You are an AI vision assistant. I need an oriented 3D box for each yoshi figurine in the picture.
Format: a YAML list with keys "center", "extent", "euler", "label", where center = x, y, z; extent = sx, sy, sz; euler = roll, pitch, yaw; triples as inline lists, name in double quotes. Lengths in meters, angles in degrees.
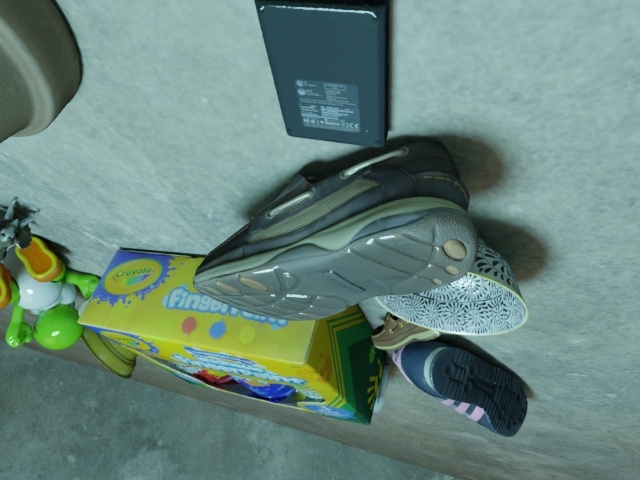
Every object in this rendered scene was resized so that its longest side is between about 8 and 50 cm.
- center: [-0.617, 0.147, 1.070]
  extent: [0.204, 0.202, 0.362]
  euler: [14, 156, -7]
  label: "yoshi figurine"

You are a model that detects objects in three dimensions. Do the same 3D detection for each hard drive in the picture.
- center: [0.007, -0.132, 0.379]
  extent: [0.094, 0.022, 0.135]
  euler: [11, 151, 13]
  label: "hard drive"

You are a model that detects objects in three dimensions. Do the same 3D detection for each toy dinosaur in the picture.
- center: [-0.658, -0.005, 0.872]
  extent: [0.314, 0.160, 0.121]
  euler: [14, 158, 18]
  label: "toy dinosaur"

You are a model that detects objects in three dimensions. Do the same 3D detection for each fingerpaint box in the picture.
- center: [-0.142, 0.189, 0.892]
  extent: [0.445, 0.163, 0.371]
  euler: [4, 149, 24]
  label: "fingerpaint box"

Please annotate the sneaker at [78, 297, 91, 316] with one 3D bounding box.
- center: [-0.464, 0.155, 1.085]
  extent: [0.152, 0.058, 0.084]
  euler: [-21, 152, -4]
  label: "sneaker"

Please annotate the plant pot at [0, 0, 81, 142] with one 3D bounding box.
- center: [-0.379, -0.132, 0.387]
  extent: [0.263, 0.229, 0.263]
  euler: [13, 151, 7]
  label: "plant pot"

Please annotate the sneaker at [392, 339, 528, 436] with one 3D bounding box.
- center: [0.267, 0.266, 0.886]
  extent: [0.319, 0.112, 0.131]
  euler: [39, 162, -29]
  label: "sneaker"

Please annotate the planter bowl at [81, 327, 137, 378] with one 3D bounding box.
- center: [-0.577, 0.279, 1.346]
  extent: [0.217, 0.090, 0.217]
  euler: [48, 170, 11]
  label: "planter bowl"

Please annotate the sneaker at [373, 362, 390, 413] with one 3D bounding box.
- center: [0.069, 0.335, 1.092]
  extent: [0.121, 0.108, 0.302]
  euler: [15, 154, -5]
  label: "sneaker"

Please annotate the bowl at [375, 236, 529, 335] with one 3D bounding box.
- center: [0.151, 0.040, 0.545]
  extent: [0.170, 0.080, 0.170]
  euler: [13, 152, 7]
  label: "bowl"

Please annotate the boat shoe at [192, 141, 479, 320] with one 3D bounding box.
- center: [0.000, 0.000, 0.513]
  extent: [0.356, 0.130, 0.132]
  euler: [-15, 141, 37]
  label: "boat shoe"

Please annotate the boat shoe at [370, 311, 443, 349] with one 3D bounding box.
- center: [0.133, 0.126, 0.743]
  extent: [0.060, 0.064, 0.178]
  euler: [53, 145, 0]
  label: "boat shoe"
